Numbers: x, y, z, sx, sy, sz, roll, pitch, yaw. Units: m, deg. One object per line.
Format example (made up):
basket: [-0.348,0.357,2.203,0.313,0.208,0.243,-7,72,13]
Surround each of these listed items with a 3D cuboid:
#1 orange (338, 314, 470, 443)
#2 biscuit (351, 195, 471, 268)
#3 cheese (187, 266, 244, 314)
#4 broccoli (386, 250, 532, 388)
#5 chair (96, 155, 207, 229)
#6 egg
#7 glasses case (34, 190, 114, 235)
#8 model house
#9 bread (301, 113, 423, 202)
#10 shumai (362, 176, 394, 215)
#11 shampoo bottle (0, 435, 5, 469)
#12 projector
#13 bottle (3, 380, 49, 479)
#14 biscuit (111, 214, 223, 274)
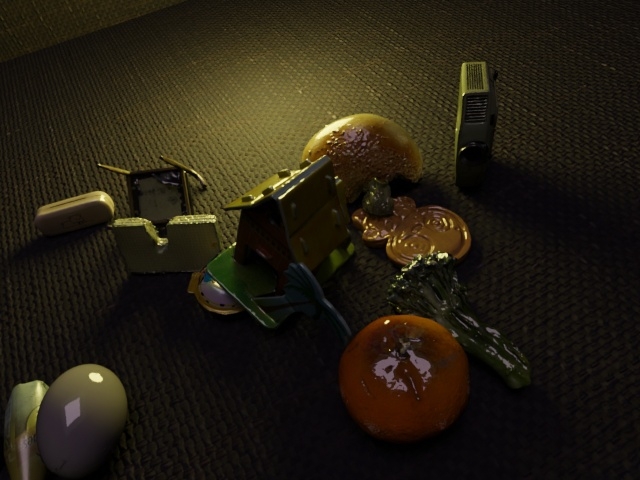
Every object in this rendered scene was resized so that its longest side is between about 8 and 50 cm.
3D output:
orange: [0.139,0.228,0.845,0.223,0.170,0.224,-6,45,6]
biscuit: [0.207,-0.027,1.160,0.288,0.044,0.202,34,61,32]
cheese: [-0.163,0.100,1.093,0.249,0.064,0.157,6,49,0]
broccoli: [0.267,0.152,0.934,0.164,0.146,0.304,-37,64,-17]
chair: [-0.416,-0.115,1.284,0.187,0.167,0.272,-6,4,6]
egg: [-0.420,0.314,0.882,0.146,0.147,0.199,-9,46,2]
glasses case: [-0.651,-0.071,1.327,0.196,0.083,0.050,-18,48,-4]
model house: [0.000,0.000,0.969,0.340,0.324,0.300,40,55,13]
bread: [0.100,-0.211,1.244,0.313,0.192,0.171,-4,46,6]
shumai: [0.133,-0.107,1.164,0.082,0.081,0.083,-31,45,-14]
shampoo bottle: [-0.728,0.351,0.938,0.309,0.098,0.071,10,55,19]
projector: [0.366,-0.261,1.188,0.088,0.270,0.194,2,48,12]
bottle: [-0.513,0.381,0.885,0.083,0.083,0.270,-21,51,-9]
biscuit: [-0.344,0.008,1.151,0.249,0.147,0.046,-2,37,8]
